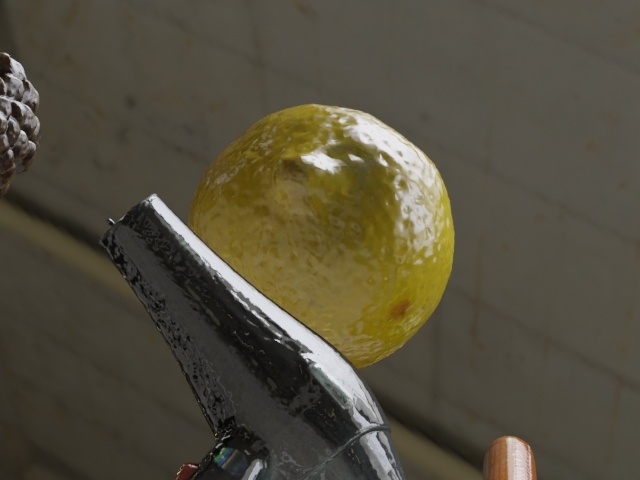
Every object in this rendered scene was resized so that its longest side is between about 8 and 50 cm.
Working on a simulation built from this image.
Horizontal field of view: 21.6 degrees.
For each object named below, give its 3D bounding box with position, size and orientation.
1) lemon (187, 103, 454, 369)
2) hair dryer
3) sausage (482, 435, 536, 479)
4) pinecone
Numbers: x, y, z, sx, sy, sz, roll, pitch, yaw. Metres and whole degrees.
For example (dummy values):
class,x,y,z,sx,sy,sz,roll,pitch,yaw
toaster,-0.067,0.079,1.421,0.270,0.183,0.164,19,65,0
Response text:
class,x,y,z,sx,sy,sz,roll,pitch,yaw
lemon,0.000,-0.001,1.423,0.228,0.228,0.253,39,-9,4
hair dryer,-0.091,0.114,0.911,0.235,0.271,0.091,49,-43,0
sausage,0.172,0.252,1.514,0.053,0.053,0.348,45,14,-6
pinecone,-0.390,-0.124,1.814,0.179,0.184,0.204,61,4,-7
